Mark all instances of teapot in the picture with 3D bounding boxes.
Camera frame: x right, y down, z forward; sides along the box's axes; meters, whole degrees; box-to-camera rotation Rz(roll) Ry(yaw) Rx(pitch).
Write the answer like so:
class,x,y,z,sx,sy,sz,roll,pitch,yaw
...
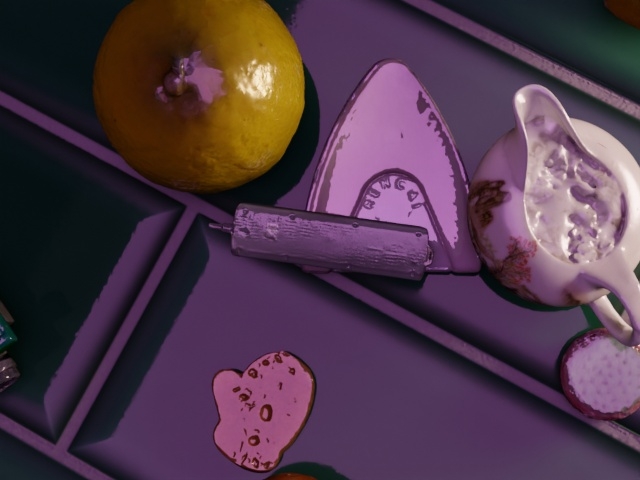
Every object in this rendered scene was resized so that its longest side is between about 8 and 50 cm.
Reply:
class,x,y,z,sx,sy,sz,roll,pitch,yaw
teapot,0.267,-0.022,1.309,0.204,0.139,0.298,-33,93,-14

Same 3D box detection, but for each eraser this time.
class,x,y,z,sx,sy,sz,roll,pitch,yaw
eraser,0.082,-0.083,1.385,0.204,0.059,0.243,1,88,7

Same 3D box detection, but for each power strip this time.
class,x,y,z,sx,sy,sz,roll,pitch,yaw
power strip,0.000,0.000,1.353,0.253,0.027,0.060,8,97,5

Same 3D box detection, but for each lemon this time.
class,x,y,z,sx,sy,sz,roll,pitch,yaw
lemon,-0.136,-0.171,1.337,0.240,0.219,0.240,0,89,5

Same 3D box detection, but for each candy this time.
class,x,y,z,sx,sy,sz,roll,pitch,yaw
candy,0.315,0.148,1.349,0.103,0.043,0.103,-1,82,7

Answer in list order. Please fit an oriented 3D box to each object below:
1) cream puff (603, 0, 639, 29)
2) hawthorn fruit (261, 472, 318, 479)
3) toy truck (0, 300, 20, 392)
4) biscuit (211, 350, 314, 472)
class,x,y,z,sx,sy,sz,roll,pitch,yaw
cream puff,0.422,-0.323,1.305,0.269,0.241,0.155,-33,75,31
hawthorn fruit,-0.029,0.336,1.302,0.173,0.173,0.173,-1,84,6
toy truck,-0.503,0.150,1.367,0.363,0.178,0.176,-36,83,4
biscuit,-0.072,0.187,1.393,0.118,0.023,0.140,36,90,8
